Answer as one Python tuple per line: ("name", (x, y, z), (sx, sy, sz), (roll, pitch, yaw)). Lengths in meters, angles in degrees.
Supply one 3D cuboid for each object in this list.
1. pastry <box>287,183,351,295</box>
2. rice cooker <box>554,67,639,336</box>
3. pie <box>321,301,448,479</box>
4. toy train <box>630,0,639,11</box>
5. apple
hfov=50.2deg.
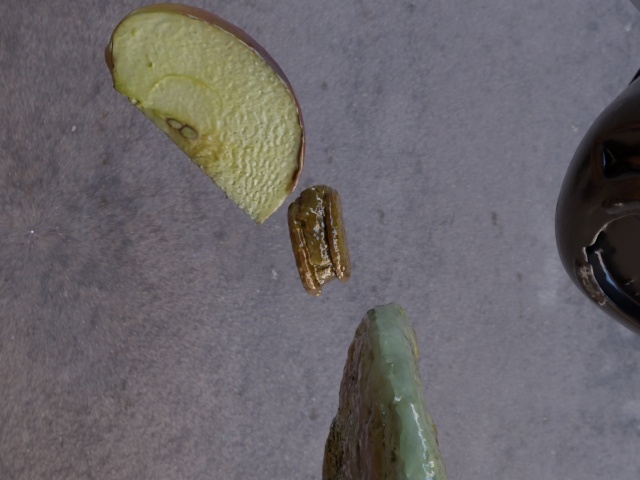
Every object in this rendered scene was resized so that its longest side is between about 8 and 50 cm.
("pastry", (0.000, 0.000, 0.675), (0.057, 0.097, 0.109), (-13, 102, 2))
("rice cooker", (0.332, -0.036, 0.554), (0.224, 0.267, 0.267), (-40, 105, -25))
("pie", (0.040, 0.159, 0.447), (0.054, 0.240, 0.241), (6, 88, -7))
("toy train", (0.246, -0.206, 0.413), (0.136, 0.091, 0.227), (-47, 153, 20))
("apple", (-0.144, -0.192, 0.978), (0.179, 0.254, 0.346), (-48, 116, -8))
